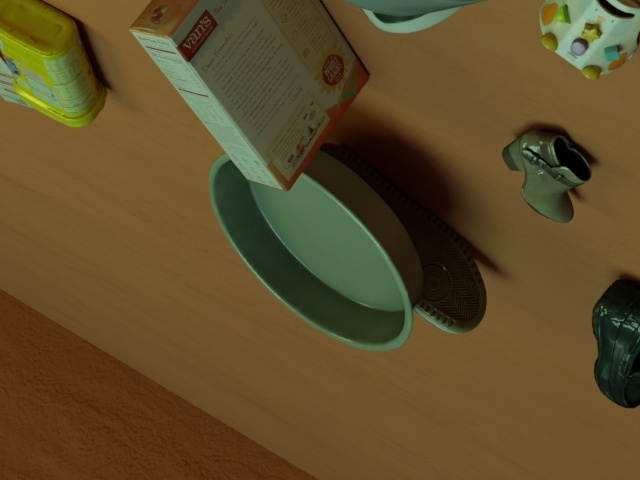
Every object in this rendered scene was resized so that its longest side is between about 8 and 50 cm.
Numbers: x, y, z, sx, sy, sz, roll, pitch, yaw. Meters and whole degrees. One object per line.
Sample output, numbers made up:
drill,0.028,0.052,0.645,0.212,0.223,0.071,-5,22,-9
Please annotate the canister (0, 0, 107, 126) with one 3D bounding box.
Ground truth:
canister,-0.350,-0.231,2.037,0.126,0.073,0.170,29,159,17

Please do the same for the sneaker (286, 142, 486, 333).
sneaker,0.065,0.009,1.873,0.282,0.099,0.153,44,156,-5

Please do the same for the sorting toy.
sorting toy,0.220,-0.175,1.265,0.083,0.045,0.075,35,143,-1

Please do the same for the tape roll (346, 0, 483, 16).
tape roll,0.065,-0.257,1.024,0.219,0.219,0.072,42,160,-22

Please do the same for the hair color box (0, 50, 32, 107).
hair color box,-0.430,-0.252,2.155,0.093,0.053,0.167,18,154,38

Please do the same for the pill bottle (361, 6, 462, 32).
pill bottle,0.035,-0.268,1.210,0.119,0.119,0.208,13,152,48

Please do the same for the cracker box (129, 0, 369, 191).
cracker box,-0.063,-0.180,1.539,0.067,0.155,0.232,19,155,41

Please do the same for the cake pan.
cake pan,0.000,0.000,1.779,0.293,0.054,0.293,34,152,21

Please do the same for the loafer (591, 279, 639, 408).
loafer,0.343,0.126,1.726,0.078,0.076,0.223,33,160,30

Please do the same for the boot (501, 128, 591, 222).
boot,0.228,-0.060,1.522,0.118,0.042,0.087,42,158,-23
